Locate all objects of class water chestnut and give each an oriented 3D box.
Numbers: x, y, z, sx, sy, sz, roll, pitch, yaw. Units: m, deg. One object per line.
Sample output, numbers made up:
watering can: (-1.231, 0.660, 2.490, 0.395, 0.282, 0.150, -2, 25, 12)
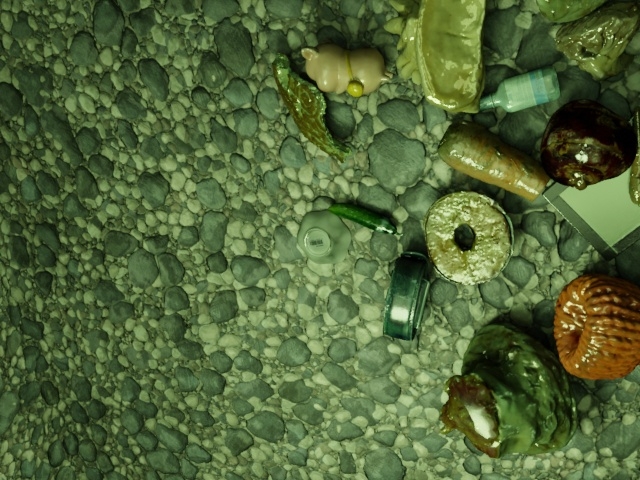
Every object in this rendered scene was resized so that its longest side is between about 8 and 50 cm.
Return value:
water chestnut: (0.658, -0.248, 1.552, 0.224, 0.238, 0.223, 26, 157, 12)

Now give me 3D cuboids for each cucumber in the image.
cucumber: (0.139, -0.067, 1.916, 0.250, 0.056, 0.056, 22, 114, 17)

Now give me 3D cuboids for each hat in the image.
hat: (0.834, 0.220, 1.655, 0.400, 0.285, 0.285, -1, 109, -9)

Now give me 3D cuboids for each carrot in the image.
carrot: (0.462, -0.211, 1.690, 0.302, 0.139, 0.138, 32, 116, 5)
carrot: (0.799, -0.209, 1.579, 0.049, 0.049, 0.254, -2, 104, 23)

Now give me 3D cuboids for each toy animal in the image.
toy animal: (0.077, -0.474, 1.753, 0.248, 0.165, 0.149, 18, 108, 10)

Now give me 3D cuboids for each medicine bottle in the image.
medicine bottle: (0.517, -0.387, 1.650, 0.209, 0.054, 0.090, -12, 103, 27)

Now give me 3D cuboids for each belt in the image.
belt: (0.259, 0.162, 1.854, 0.116, 0.206, 0.267, 11, 104, 16)

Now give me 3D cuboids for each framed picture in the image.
framed picture: (0.799, -0.141, 1.634, 0.265, 0.016, 0.347, 46, 118, 4)

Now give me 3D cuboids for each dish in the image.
dish: (0.000, 0.000, 1.988, 0.191, 0.066, 0.190, 7, 109, 21)

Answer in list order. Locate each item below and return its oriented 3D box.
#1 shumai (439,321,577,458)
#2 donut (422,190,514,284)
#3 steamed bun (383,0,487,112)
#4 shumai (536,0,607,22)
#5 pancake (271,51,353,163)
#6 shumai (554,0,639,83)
shumai: (0.489, 0.454, 1.741, 0.324, 0.323, 0.397, -12, 96, 50)
donut: (0.422, -0.016, 1.790, 0.272, 0.107, 0.272, 5, 104, 19)
steamed bun: (0.298, -0.545, 1.643, 0.247, 0.189, 0.428, -6, 106, 1)
shumai: (0.556, -0.705, 1.471, 0.330, 0.288, 0.292, -37, 122, 1)
pancake: (-0.026, -0.391, 1.841, 0.376, 0.054, 0.197, 56, 157, -6)
shumai: (0.682, -0.469, 1.502, 0.206, 0.166, 0.175, -10, 114, 51)
